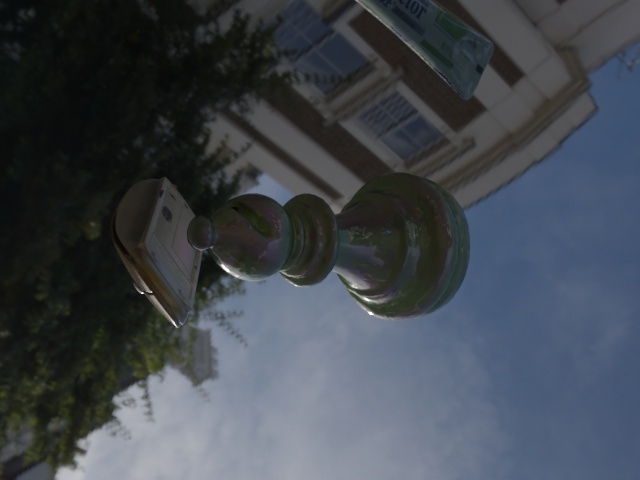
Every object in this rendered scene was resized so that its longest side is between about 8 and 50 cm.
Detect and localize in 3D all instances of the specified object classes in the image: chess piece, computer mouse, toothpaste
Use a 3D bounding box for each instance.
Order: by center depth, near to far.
[{"bbox_3d":[0.062,-0.155,0.650,0.029,0.197,0.048,27,-89,44],"label":"toothpaste"},{"bbox_3d":[0.000,0.000,0.814,0.139,0.271,0.139,-4,-96,44],"label":"chess piece"},{"bbox_3d":[-0.145,0.008,0.859,0.045,0.102,0.199,-30,-158,10],"label":"computer mouse"}]
